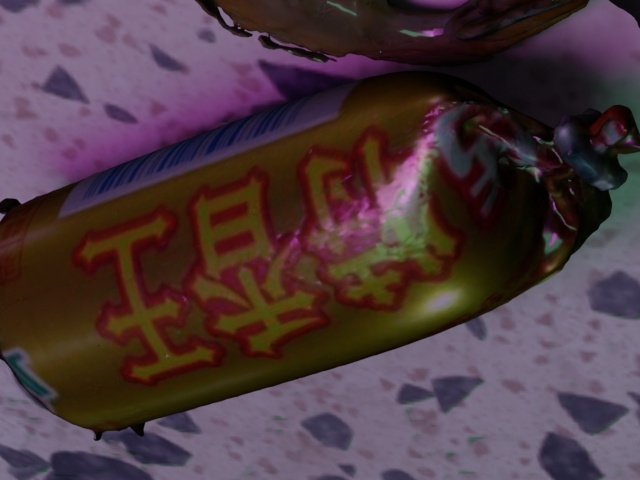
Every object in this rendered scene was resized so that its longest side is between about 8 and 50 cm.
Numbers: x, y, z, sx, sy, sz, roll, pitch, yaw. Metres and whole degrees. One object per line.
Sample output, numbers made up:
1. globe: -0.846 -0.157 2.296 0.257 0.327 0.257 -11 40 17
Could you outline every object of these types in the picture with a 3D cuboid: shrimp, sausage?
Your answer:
1. shrimp: 0.046 -0.124 0.652 0.253 0.058 0.173 -8 139 32
2. sausage: 0.001 0.002 0.748 0.317 0.117 0.125 -17 121 34

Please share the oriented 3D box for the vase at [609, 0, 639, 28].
1. vase: 0.192 -0.020 0.569 0.115 0.115 0.237 -42 71 45
